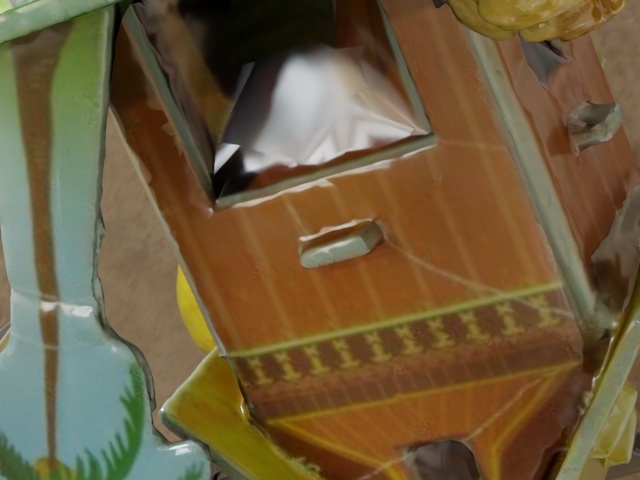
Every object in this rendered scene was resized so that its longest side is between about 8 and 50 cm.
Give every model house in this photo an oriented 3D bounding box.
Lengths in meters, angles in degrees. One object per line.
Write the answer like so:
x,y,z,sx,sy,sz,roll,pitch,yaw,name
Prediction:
0.000,0.000,0.614,0.324,0.340,0.300,66,31,-15,model house

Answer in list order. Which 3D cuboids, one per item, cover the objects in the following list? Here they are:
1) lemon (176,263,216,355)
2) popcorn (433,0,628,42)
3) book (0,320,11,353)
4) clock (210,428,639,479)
-0.028,0.034,1.571,0.240,0.219,0.240,23,44,-24,lemon
0.063,-0.087,0.345,0.084,0.084,0.084,6,70,-18,popcorn
-0.438,0.223,1.478,0.018,0.228,0.322,45,36,-14,book
0.092,0.184,1.128,0.273,0.279,0.049,19,58,-39,clock
